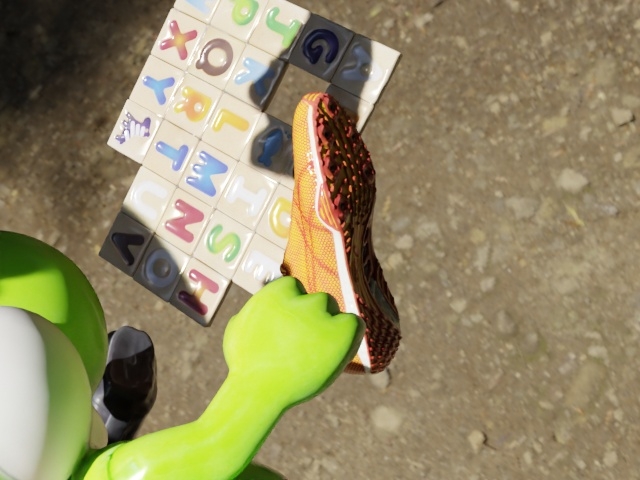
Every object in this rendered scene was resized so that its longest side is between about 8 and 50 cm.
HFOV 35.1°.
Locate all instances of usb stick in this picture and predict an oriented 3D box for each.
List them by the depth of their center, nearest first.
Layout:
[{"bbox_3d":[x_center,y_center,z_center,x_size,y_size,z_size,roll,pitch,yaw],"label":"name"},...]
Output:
[{"bbox_3d":[-0.173,0.173,0.698,0.077,0.045,0.278,-91,25,-53],"label":"usb stick"}]

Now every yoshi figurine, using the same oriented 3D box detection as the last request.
[{"bbox_3d":[-0.080,0.106,0.461,0.203,0.362,0.203,-57,5,-20],"label":"yoshi figurine"}]

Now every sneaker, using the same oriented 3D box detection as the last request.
[{"bbox_3d":[0.000,0.000,0.603,0.067,0.064,0.175,1,105,32],"label":"sneaker"}]

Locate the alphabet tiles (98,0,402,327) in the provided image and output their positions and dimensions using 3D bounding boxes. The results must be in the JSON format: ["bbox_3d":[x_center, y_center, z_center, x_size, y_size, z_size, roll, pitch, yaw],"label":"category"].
[{"bbox_3d":[-0.073,-0.067,0.747,0.198,0.009,0.237,30,96,27],"label":"alphabet tiles"}]
